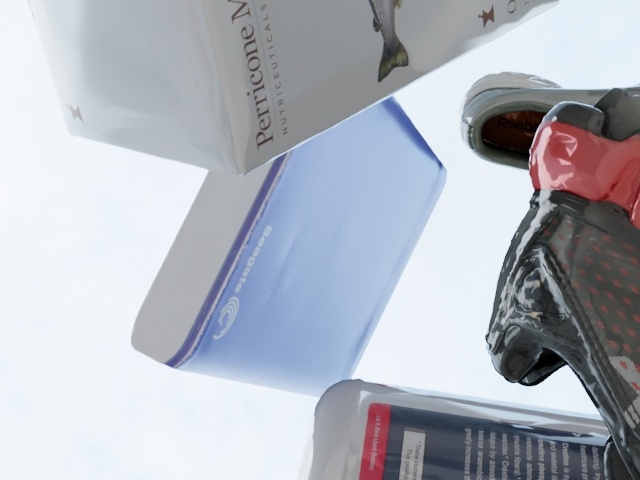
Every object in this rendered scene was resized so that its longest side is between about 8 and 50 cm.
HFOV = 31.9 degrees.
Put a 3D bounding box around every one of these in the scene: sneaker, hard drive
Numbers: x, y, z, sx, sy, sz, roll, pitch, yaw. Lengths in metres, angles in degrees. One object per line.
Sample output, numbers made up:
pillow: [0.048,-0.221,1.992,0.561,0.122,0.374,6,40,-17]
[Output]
sneaker: [0.174,0.059,0.379,0.276,0.097,0.135,30,-85,26]
hard drive: [0.000,0.000,0.758,0.040,0.319,0.210,25,-93,20]
sneaker: [0.253,-0.091,0.981,0.271,0.108,0.100,2,-68,14]

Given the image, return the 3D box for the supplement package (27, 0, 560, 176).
supplement package: [-0.008,-0.111,0.407,0.179,0.105,0.105,-33,-56,-35]

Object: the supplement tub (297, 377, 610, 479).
supplement tub: [0.119,0.189,0.630,0.272,0.191,0.191,8,-97,4]
